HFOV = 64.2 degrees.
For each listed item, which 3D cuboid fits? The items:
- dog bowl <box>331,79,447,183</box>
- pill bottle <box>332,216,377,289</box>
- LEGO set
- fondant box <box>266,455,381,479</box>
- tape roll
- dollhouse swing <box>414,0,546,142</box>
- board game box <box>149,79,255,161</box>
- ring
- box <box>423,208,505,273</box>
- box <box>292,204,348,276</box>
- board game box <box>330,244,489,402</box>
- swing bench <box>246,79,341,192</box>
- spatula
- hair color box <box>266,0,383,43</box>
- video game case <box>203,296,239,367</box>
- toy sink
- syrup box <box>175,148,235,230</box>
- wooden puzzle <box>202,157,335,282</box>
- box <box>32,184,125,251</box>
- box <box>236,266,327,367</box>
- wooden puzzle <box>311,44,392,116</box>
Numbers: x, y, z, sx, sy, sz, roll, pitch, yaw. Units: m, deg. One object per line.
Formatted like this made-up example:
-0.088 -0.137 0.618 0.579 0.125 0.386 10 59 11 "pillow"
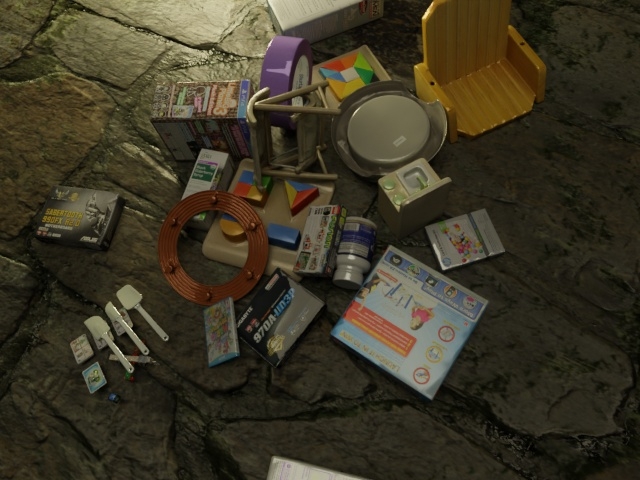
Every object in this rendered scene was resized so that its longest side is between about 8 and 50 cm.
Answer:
0.211 -0.326 1.575 0.349 0.102 0.348 -4 66 9 "dog bowl"
0.092 0.037 1.440 0.112 0.112 0.186 9 69 9 "pill bottle"
-0.572 0.331 1.425 0.182 0.060 0.244 -36 57 -10 "LEGO set"
0.021 0.665 1.191 0.331 0.096 0.238 10 69 10 "fondant box"
-0.103 -0.489 1.592 0.090 0.274 0.274 11 69 11 "tape roll"
0.498 -0.548 1.545 0.347 0.305 0.315 -24 67 -6 "dollhouse swing"
-0.340 -0.365 1.586 0.291 0.232 0.141 0 67 5 "board game box"
-0.314 0.021 1.462 0.337 0.032 0.336 0 89 9 "ring"
0.410 0.001 1.465 0.186 0.038 0.145 -17 66 -1 "box"
0.000 0.000 1.426 0.114 0.036 0.206 0 66 35 "box"
0.236 0.216 1.364 0.308 0.086 0.302 31 74 17 "board game box"
-0.085 -0.299 1.475 0.255 0.253 0.165 -10 51 -10 "swing bench"
-0.542 0.244 1.434 0.168 0.019 0.242 -42 59 -19 "spatula"
0.017 -0.832 1.814 0.375 0.113 0.185 -22 67 -3 "hair color box"
-0.274 0.252 1.401 0.119 0.015 0.166 -28 62 33 "video game case"
0.254 -0.128 1.428 0.153 0.234 0.131 -28 68 -6 "toy sink"
-0.351 -0.157 1.573 0.093 0.096 0.236 12 70 9 "syrup box"
-0.156 -0.077 1.529 0.322 0.080 0.347 15 70 11 "wooden puzzle"
-0.753 -0.071 1.596 0.231 0.056 0.183 8 69 8 "box"
-0.115 0.211 1.402 0.175 0.051 0.220 37 85 18 "box"
0.097 -0.547 1.722 0.239 0.044 0.220 -27 68 -6 "wooden puzzle"
